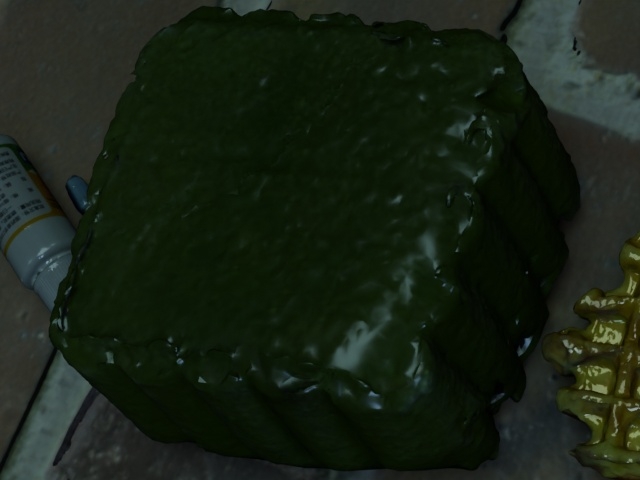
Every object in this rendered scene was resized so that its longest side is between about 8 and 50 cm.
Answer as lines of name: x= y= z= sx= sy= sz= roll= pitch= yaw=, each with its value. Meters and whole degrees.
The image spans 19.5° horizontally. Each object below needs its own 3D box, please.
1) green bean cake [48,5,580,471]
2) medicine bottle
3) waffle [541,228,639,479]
green bean cake: x=0.000 y=0.000 z=1.383 sx=0.319 sy=0.218 sz=0.335 roll=10 pitch=66 yaw=28
medicine bottle: x=-0.210 y=0.003 z=1.518 sx=0.092 sy=0.061 sz=0.221 roll=-28 pitch=64 yaw=-18
waffle: x=0.311 y=0.100 z=1.324 sx=0.283 sy=0.065 sz=0.309 roll=-31 pitch=60 yaw=0
